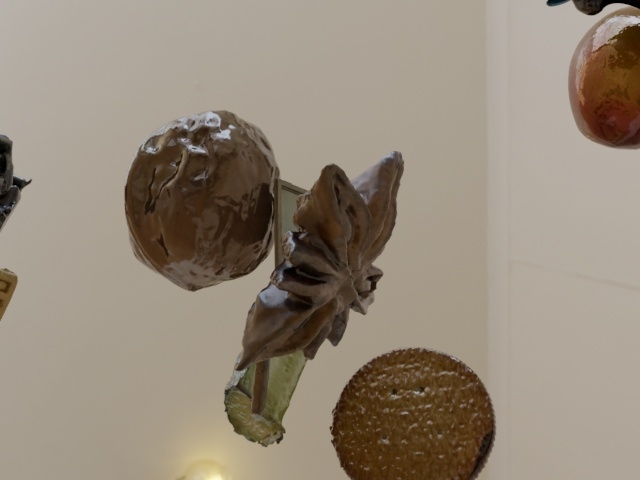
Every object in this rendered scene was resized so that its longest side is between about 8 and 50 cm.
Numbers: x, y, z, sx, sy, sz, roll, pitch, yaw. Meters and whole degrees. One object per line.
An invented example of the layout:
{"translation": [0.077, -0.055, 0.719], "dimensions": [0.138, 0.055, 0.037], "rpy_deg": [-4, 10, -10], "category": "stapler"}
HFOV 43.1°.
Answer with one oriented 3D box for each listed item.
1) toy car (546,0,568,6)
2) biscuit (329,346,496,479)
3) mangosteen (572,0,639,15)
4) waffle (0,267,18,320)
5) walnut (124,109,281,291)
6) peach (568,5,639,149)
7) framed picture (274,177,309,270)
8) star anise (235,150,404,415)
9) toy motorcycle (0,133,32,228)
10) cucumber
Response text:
{"translation": [0.324, -0.505, 1.368], "dimensions": [0.314, 0.198, 0.166], "rpy_deg": [33, -32, 29], "category": "toy car"}
{"translation": [0.164, 0.329, 1.457], "dimensions": [0.038, 0.305, 0.305], "rpy_deg": [64, 3, -52], "category": "biscuit"}
{"translation": [0.594, -0.557, 1.507], "dimensions": [0.313, 0.297, 0.297], "rpy_deg": [-40, -133, 17], "category": "mangosteen"}
{"translation": [-0.403, 0.053, 0.867], "dimensions": [0.023, 0.152, 0.097], "rpy_deg": [15, -105, 40], "category": "waffle"}
{"translation": [-0.174, -0.056, 1.203], "dimensions": [0.227, 0.273, 0.273], "rpy_deg": [36, 33, -58], "category": "walnut"}
{"translation": [0.670, -0.337, 1.732], "dimensions": [0.332, 0.308, 0.308], "rpy_deg": [-60, -172, -26], "category": "peach"}
{"translation": [0.000, 0.000, 1.172], "dimensions": [0.010, 0.201, 0.136], "rpy_deg": [-12, -109, 36], "category": "framed picture"}
{"translation": [-0.003, 0.042, 1.003], "dimensions": [0.109, 0.292, 0.349], "rpy_deg": [36, -44, 33], "category": "star anise"}
{"translation": [-0.521, -0.085, 1.273], "dimensions": [0.270, 0.106, 0.159], "rpy_deg": [-42, -150, 54], "category": "toy motorcycle"}
{"translation": [-0.077, 0.193, 1.431], "dimensions": [0.105, 0.145, 0.325], "rpy_deg": [-25, -154, 38], "category": "cucumber"}
